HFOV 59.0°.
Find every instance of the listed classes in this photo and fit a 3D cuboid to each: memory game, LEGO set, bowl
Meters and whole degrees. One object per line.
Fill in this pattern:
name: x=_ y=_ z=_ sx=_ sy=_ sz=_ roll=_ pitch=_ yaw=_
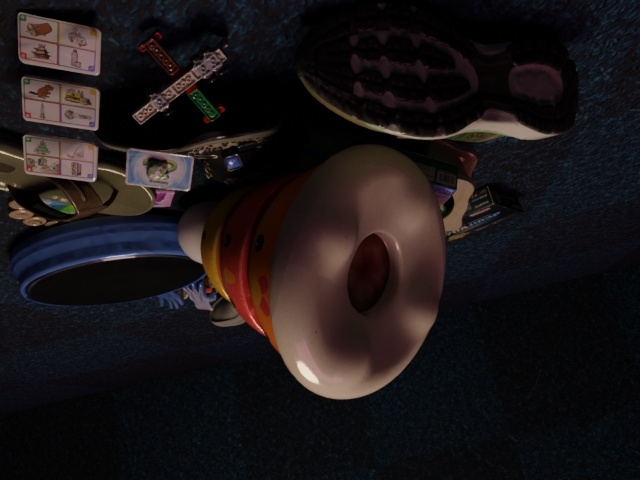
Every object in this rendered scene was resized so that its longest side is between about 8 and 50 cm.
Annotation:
memory game: x=-0.418 y=-0.055 z=0.945 sx=0.186 sy=0.012 sz=0.186 roll=-11 pitch=162 yaw=-4
LEGO set: x=-0.202 y=-0.149 z=0.643 sx=0.244 sy=0.060 sz=0.183 roll=5 pitch=125 yaw=-16
bowl: x=-0.411 y=0.054 z=1.155 sx=0.390 sy=0.077 sz=0.391 roll=-12 pitch=164 yaw=-3

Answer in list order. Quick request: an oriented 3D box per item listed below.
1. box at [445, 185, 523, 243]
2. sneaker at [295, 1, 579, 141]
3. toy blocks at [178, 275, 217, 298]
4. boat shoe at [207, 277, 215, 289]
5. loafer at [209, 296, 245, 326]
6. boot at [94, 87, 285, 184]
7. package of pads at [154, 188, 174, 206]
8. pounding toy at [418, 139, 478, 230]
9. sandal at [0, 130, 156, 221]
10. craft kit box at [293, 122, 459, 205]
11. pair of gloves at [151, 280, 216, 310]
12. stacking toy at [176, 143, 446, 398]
box: x=0.363 y=-0.059 z=1.404 sx=0.220 sy=0.051 sz=0.175 roll=-25 pitch=158 yaw=36
sneaker: x=0.143 y=-0.187 z=0.753 sx=0.410 sy=0.158 sz=0.182 roll=2 pitch=175 yaw=-26
toy blocks: x=-0.281 y=0.117 z=1.492 sx=0.148 sy=0.054 sz=0.123 roll=5 pitch=155 yaw=-44
boat shoe: x=-0.169 y=0.070 z=1.381 sx=0.227 sy=0.081 sz=0.079 roll=-16 pitch=162 yaw=11
loafer: x=-0.210 y=0.155 z=1.586 sx=0.319 sy=0.112 sz=0.111 roll=-33 pitch=150 yaw=29
boot: x=-0.172 y=-0.129 z=0.778 sx=0.236 sy=0.085 sz=0.178 roll=-8 pitch=165 yaw=-11
package of pads: x=-0.286 y=-0.078 z=0.929 sx=0.083 sy=0.032 sz=0.050 roll=-4 pitch=153 yaw=-28
pounding toy: x=0.207 y=-0.114 z=1.087 sx=0.154 sy=0.155 sz=0.270 roll=11 pitch=151 yaw=7
sandal: x=-0.377 y=-0.070 z=0.791 sx=0.302 sy=0.086 sz=0.120 roll=11 pitch=145 yaw=-45
craft kit box: x=0.072 y=-0.081 z=0.973 sx=0.249 sy=0.061 sz=0.247 roll=15 pitch=152 yaw=-7
pair of gloves: x=-0.348 y=0.134 z=1.408 sx=0.198 sy=0.023 sz=0.159 roll=7 pitch=148 yaw=10
stacking toy: x=-0.075 y=0.022 z=0.911 sx=0.479 sy=0.351 sz=0.350 roll=9 pitch=-179 yaw=43
